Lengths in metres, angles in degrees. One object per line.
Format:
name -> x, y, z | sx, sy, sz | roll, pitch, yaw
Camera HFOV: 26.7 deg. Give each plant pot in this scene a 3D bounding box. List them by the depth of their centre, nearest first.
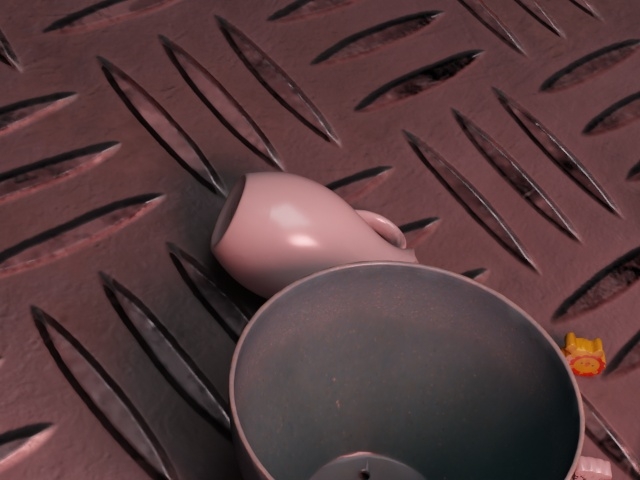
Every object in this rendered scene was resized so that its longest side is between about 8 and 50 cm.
plant pot -> 0.059, 0.189, 1.156 | 0.290, 0.195, 0.290 | 5, 45, -5

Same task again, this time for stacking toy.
stacking toy -> 0.185, 0.156, 1.344 | 0.221, 0.052, 0.167 | 13, 48, -8

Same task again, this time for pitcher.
pitcher -> 0.000, 0.000, 1.363 | 0.207, 0.125, 0.178 | 24, 27, -14
